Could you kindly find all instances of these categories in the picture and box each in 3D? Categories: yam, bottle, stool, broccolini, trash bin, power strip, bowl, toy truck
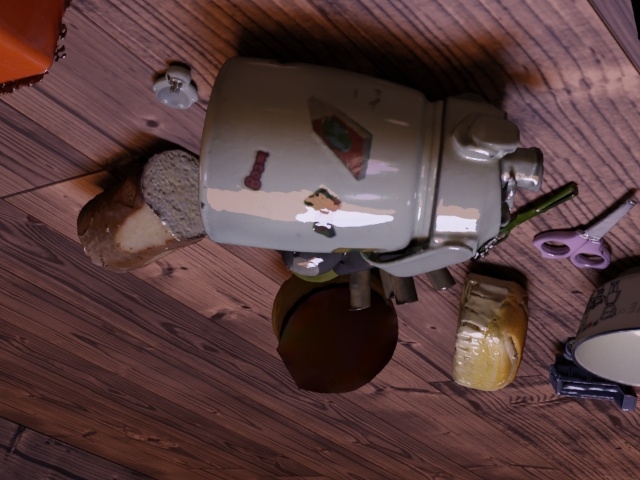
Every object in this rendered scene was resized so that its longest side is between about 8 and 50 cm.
[{"bbox_3d":[-0.244,-0.035,1.417,0.128,0.129,0.238,-14,176,-41],"label":"yam"},{"bbox_3d":[0.059,-0.079,1.112,0.351,0.229,0.229,6,154,4],"label":"bottle"},{"bbox_3d":[0.065,0.014,1.295,0.228,0.139,0.153,-13,-179,-5],"label":"stool"},{"bbox_3d":[0.263,-0.025,1.338,0.042,0.044,0.218,37,142,-15],"label":"broccolini"},{"bbox_3d":[-0.360,-0.255,0.981,0.184,0.161,0.238,-7,157,34],"label":"trash bin"},{"bbox_3d":[-0.171,-0.174,1.198,0.055,0.035,0.083,15,157,-8],"label":"power strip"},{"bbox_3d":[0.475,0.115,1.423,0.237,0.126,0.238,9,154,5],"label":"bowl"},{"bbox_3d":[0.477,0.223,1.687,0.192,0.092,0.083,4,153,14],"label":"toy truck"}]

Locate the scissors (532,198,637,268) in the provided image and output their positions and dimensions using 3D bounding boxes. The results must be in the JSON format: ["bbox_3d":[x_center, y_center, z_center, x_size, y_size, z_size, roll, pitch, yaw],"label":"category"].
[{"bbox_3d":[0.359,-0.013,1.329,0.110,0.021,0.212,17,154,-5],"label":"scissors"}]

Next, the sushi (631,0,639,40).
[{"bbox_3d":[0.302,-0.250,0.636,0.212,0.215,0.227,31,149,-34],"label":"sushi"}]

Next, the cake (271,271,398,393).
[{"bbox_3d":[0.010,0.117,1.583,0.207,0.185,0.178,-2,-158,-18],"label":"cake"}]

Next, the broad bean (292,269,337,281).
[{"bbox_3d":[0.000,0.000,1.430,0.124,0.082,0.174,7,155,2],"label":"broad bean"}]

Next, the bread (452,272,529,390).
[{"bbox_3d":[0.260,0.144,1.557,0.106,0.140,0.236,10,155,11],"label":"bread"}]
